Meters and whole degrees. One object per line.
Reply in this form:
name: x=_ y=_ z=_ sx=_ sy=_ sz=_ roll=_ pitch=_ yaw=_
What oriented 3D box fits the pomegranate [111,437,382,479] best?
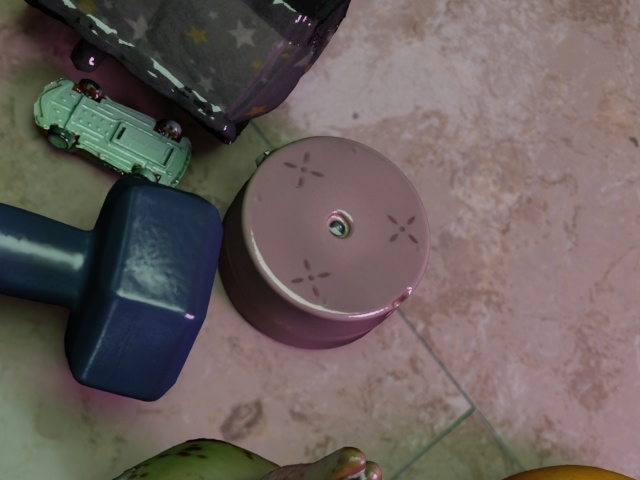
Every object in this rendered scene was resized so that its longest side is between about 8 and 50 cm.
pomegranate: x=-0.041 y=0.206 z=0.844 sx=0.214 sy=0.248 sz=0.214 roll=32 pitch=30 yaw=-21

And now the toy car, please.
toy car: x=-0.157 y=-0.077 z=1.034 sx=0.122 sy=0.035 sz=0.059 roll=25 pitch=59 yaw=-3

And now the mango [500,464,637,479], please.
mango: x=0.175 y=0.239 z=0.985 sx=0.252 sy=0.126 sz=0.154 roll=-11 pitch=53 yaw=-35

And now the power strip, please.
power strip: x=0.000 y=0.000 z=1.041 sx=0.154 sy=0.078 sz=0.154 roll=7 pitch=66 yaw=-16

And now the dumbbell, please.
dumbbell: x=-0.233 y=0.000 z=0.908 sx=0.325 sy=0.144 sz=0.160 roll=16 pitch=62 yaw=-15

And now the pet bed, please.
pet bed: x=-0.104 y=-0.176 z=1.032 sx=0.211 sy=0.159 sz=0.183 roll=38 pitch=25 yaw=-5
